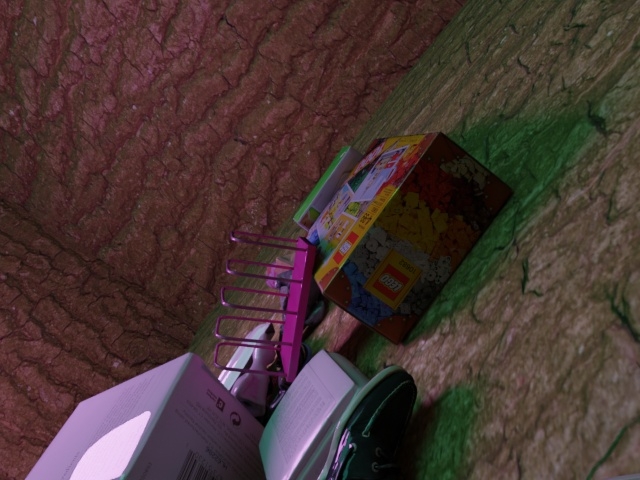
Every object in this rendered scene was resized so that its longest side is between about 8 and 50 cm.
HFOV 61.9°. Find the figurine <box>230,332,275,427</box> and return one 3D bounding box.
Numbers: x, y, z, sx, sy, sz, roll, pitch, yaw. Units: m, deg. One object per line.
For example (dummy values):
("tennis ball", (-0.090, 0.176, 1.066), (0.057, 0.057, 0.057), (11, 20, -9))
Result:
("figurine", (-0.161, 0.366, 1.333), (0.210, 0.092, 0.215), (-75, -5, -53))

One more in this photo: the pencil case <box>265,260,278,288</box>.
("pencil case", (-0.131, 0.130, 2.074), (0.124, 0.124, 0.284), (-58, 13, -17))

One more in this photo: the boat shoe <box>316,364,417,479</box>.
("boat shoe", (0.061, 0.339, 0.740), (0.113, 0.127, 0.340), (17, 61, 47))

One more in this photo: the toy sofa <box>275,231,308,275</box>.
("toy sofa", (0.000, 0.000, 1.910), (0.363, 0.177, 0.150), (-61, -12, -26))

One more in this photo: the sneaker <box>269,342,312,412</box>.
("sneaker", (-0.088, 0.347, 1.362), (0.188, 0.078, 0.067), (-67, 16, -18))

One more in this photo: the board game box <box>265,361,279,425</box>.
("board game box", (-0.226, 0.511, 1.548), (0.317, 0.046, 0.214), (-46, 15, 37))

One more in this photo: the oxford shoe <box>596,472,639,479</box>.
("oxford shoe", (0.154, 0.298, 0.414), (0.449, 0.169, 0.130), (-47, -22, 26))

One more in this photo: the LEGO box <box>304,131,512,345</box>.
("LEGO box", (0.148, -0.037, 1.224), (0.373, 0.193, 0.500), (-54, 12, 2))

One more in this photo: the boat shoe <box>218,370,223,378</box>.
("boat shoe", (-0.260, 0.434, 1.769), (0.277, 0.098, 0.096), (-59, 11, -24))

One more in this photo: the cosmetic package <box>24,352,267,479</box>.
("cosmetic package", (-0.367, 0.512, 1.138), (0.393, 0.330, 0.327), (-26, 23, 23))

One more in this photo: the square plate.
("square plate", (-0.242, 0.384, 1.510), (0.347, 0.049, 0.344), (-57, -5, -14))

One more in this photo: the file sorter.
("file sorter", (-0.131, 0.133, 1.188), (0.202, 0.182, 0.291), (-146, 64, -80))

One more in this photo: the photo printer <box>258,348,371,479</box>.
("photo printer", (-0.005, 0.342, 0.987), (0.256, 0.107, 0.307), (-56, 11, -6))

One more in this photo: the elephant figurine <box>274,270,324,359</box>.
("elephant figurine", (-0.060, 0.201, 1.575), (0.169, 0.186, 0.240), (-8, 43, 16))

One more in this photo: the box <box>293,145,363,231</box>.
("box", (0.091, -0.098, 1.533), (0.262, 0.231, 0.127), (-54, 11, 3))
